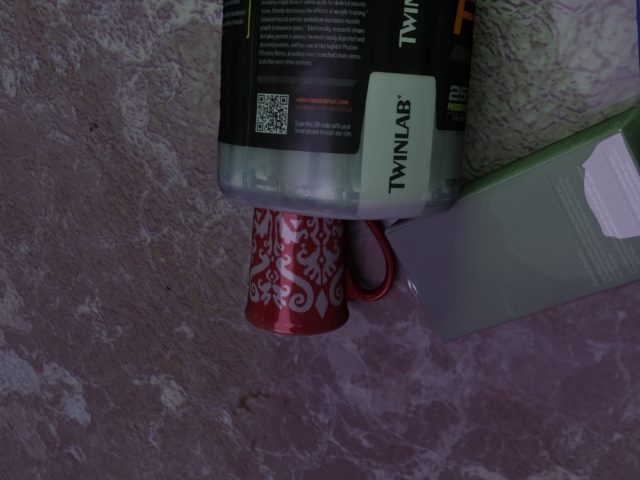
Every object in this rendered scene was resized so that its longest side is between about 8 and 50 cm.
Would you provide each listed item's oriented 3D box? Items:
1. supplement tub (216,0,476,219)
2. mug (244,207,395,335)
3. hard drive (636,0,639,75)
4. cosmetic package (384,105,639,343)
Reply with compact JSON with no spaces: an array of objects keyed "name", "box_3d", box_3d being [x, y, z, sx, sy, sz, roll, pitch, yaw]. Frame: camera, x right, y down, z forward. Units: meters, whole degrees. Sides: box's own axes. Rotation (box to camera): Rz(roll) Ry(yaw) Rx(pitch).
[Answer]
[{"name":"supplement tub","box_3d":[0.024,-0.194,0.678,0.207,0.207,0.338,8,100,27]},{"name":"mug","box_3d":[-0.006,-0.003,0.875,0.113,0.150,0.169,-146,53,-59]},{"name":"hard drive","box_3d":[0.331,-0.105,0.580,0.210,0.040,0.319,-12,111,-2]},{"name":"cosmetic package","box_3d":[0.192,-0.009,0.742,0.238,0.107,0.127,-22,97,37]}]
